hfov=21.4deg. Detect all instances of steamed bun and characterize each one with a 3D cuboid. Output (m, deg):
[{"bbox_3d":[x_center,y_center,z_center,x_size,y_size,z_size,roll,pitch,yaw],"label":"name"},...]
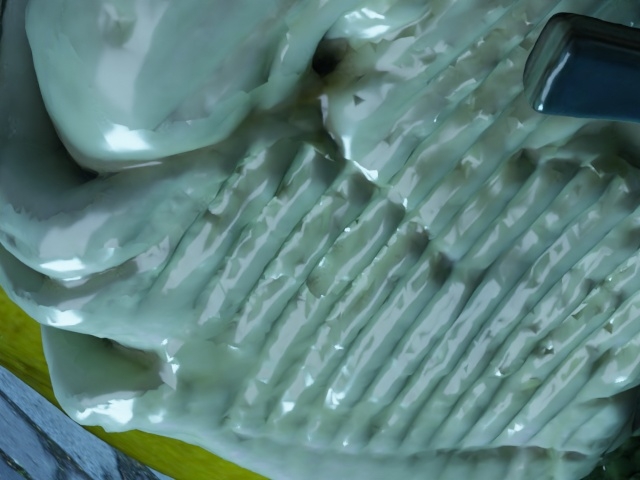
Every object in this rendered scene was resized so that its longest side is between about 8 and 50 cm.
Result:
[{"bbox_3d":[0.037,-0.076,0.682,0.352,0.247,0.339,12,131,-20],"label":"steamed bun"}]

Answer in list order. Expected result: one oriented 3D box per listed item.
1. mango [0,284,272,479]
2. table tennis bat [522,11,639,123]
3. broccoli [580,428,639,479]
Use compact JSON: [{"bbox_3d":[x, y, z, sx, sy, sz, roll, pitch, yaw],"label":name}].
[{"bbox_3d":[-0.127,0.038,1.281,0.445,0.220,0.301,34,150,7],"label":"mango"},{"bbox_3d":[0.194,-0.042,0.571,0.021,0.274,0.154,-106,30,-43],"label":"table tennis bat"},{"bbox_3d":[0.167,0.202,0.961,0.272,0.334,0.324,22,-147,-57],"label":"broccoli"}]
